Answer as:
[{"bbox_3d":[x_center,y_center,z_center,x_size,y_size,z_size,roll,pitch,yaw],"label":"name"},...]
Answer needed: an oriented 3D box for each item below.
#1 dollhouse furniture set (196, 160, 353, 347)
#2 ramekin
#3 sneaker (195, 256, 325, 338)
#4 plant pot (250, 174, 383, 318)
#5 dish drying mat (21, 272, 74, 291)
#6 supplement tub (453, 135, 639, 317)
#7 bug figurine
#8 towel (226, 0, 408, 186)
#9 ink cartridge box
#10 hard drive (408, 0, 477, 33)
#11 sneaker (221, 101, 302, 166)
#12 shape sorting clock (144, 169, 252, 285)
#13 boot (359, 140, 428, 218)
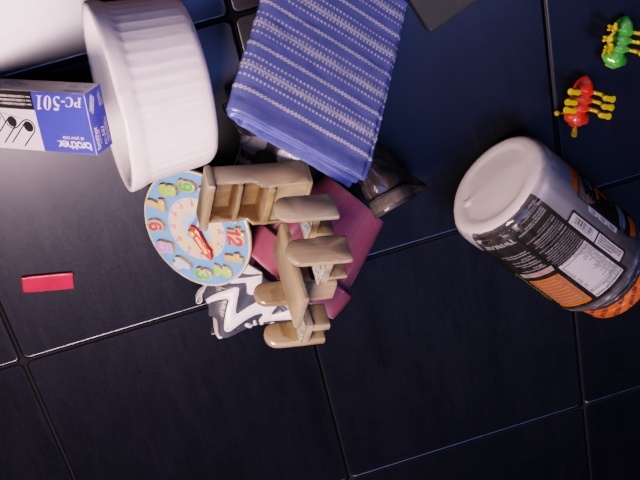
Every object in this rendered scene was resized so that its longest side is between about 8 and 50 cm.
[{"bbox_3d":[-0.077,0.010,1.668,0.161,0.242,0.212,-5,144,-17],"label":"dollhouse furniture set"},{"bbox_3d":[-0.244,-0.219,1.639,0.135,0.277,0.277,-15,122,-14],"label":"ramekin"},{"bbox_3d":[-0.114,0.125,1.974,0.235,0.094,0.153,35,107,-29],"label":"sneaker"},{"bbox_3d":[0.000,0.000,1.882,0.201,0.201,0.180,39,90,-30],"label":"plant pot"},{"bbox_3d":[-0.455,0.070,1.902,0.083,0.008,0.032,-5,121,-13],"label":"dish drying mat"},{"bbox_3d":[0.409,-0.013,1.963,0.338,0.207,0.207,34,106,-29],"label":"supplement tub"},{"bbox_3d":[0.542,-0.263,1.933,0.279,0.072,0.216,9,110,-14],"label":"bug figurine"},{"bbox_3d":[0.000,-0.270,1.683,0.243,0.336,0.040,27,154,-26],"label":"towel"},{"bbox_3d":[-0.412,-0.184,1.674,0.207,0.046,0.097,5,121,23],"label":"ink cartridge box"},{"bbox_3d":[0.204,-0.401,1.792,0.135,0.022,0.094,-34,122,6],"label":"hard drive"},{"bbox_3d":[-0.110,-0.148,1.814,0.268,0.101,0.153,-37,87,40],"label":"sneaker"},{"bbox_3d":[-0.200,-0.018,1.836,0.206,0.040,0.206,12,120,21],"label":"shape sorting clock"},{"bbox_3d":[0.075,-0.157,1.832,0.091,0.263,0.229,-30,91,10],"label":"boot"}]
